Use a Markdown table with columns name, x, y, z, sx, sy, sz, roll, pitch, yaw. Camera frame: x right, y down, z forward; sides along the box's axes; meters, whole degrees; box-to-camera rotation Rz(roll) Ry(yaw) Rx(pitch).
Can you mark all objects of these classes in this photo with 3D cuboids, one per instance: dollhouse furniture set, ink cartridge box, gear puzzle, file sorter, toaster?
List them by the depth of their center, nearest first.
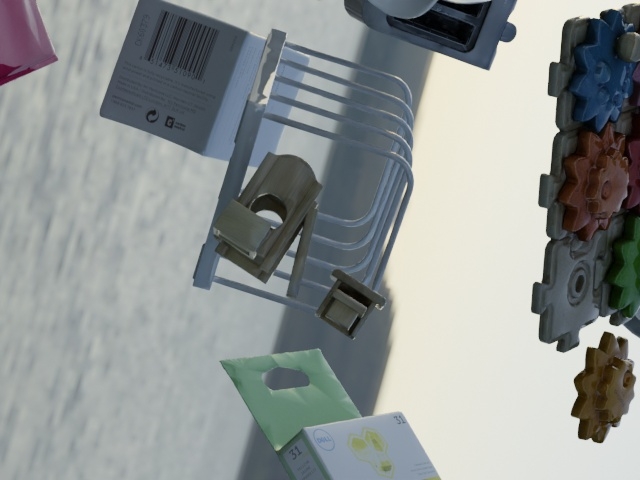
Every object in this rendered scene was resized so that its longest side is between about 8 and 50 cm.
| name | x | y | z | sx | sy | sz | roll | pitch | yaw |
| --- | --- | --- | --- | --- | --- | --- | --- | --- | --- |
| gear puzzle | 0.218 | -0.004 | 1.319 | 0.175 | 0.044 | 0.339 | -19 | 117 | -50 |
| dollhouse furniture set | 0.000 | 0.000 | 1.590 | 0.101 | 0.161 | 0.182 | -57 | 179 | -7 |
| toaster | 0.119 | -0.276 | 1.795 | 0.110 | 0.186 | 0.168 | -121 | -129 | -74 |
| file sorter | -0.008 | -0.065 | 1.811 | 0.277 | 0.173 | 0.193 | -83 | -169 | -69 |
| ink cartridge box | 0.019 | 0.199 | 1.863 | 0.171 | 0.235 | 0.056 | -2 | 145 | -51 |

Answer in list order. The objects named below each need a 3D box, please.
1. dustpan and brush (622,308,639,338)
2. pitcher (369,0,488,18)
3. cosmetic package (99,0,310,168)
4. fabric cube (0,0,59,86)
| name | x | y | z | sx | sy | sz | roll | pitch | yaw |
| --- | --- | --- | --- | --- | --- | --- | --- | --- | --- |
| dustpan and brush | 0.305 | 0.065 | 1.692 | 0.060 | 0.211 | 0.147 | -38 | -171 | -16 |
| pitcher | 0.128 | -0.286 | 1.556 | 0.207 | 0.125 | 0.177 | -27 | 147 | -60 |
| cosmetic package | -0.132 | -0.181 | 2.107 | 0.184 | 0.151 | 0.151 | 10 | 101 | -66 |
| fabric cube | -0.489 | -0.266 | 2.024 | 0.254 | 0.259 | 0.258 | -43 | 116 | -68 |
